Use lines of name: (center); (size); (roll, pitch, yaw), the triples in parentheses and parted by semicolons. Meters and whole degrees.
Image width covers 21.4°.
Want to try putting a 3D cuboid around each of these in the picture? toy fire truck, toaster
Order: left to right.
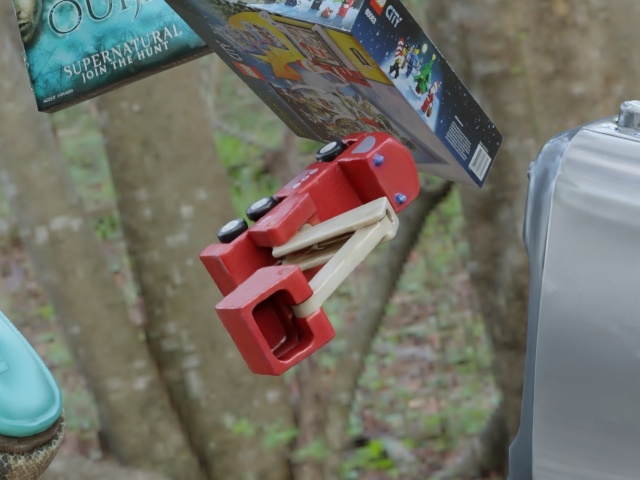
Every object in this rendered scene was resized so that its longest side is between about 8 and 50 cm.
toy fire truck: (0.000, 0.000, 0.980); (0.192, 0.047, 0.135); (-39, 20, -26)
toaster: (0.171, 0.055, 0.751); (0.146, 0.227, 0.129); (10, 14, 30)

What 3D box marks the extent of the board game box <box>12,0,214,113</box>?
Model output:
board game box: (-0.168, -0.194, 1.411); (0.186, 0.126, 0.026); (-18, -8, 22)

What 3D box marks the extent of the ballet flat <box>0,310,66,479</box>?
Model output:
ballet flat: (-0.380, 0.015, 1.361); (0.182, 0.483, 0.164); (-43, -16, 35)

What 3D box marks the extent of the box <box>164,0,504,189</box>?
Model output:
box: (0.008, -0.117, 1.112); (0.159, 0.044, 0.233); (19, -13, 31)
